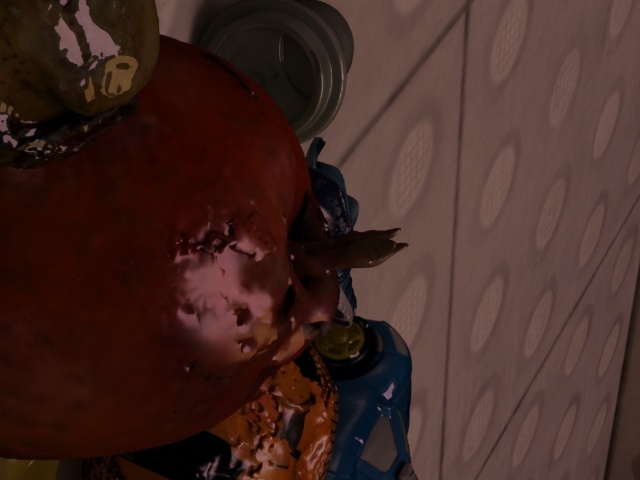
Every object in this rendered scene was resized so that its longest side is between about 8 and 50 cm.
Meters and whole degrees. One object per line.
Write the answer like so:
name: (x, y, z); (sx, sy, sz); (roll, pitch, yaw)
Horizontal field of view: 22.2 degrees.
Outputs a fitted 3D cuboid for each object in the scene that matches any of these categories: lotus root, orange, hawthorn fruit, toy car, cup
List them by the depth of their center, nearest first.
lotus root: (-0.184, -0.161, 0.785); (0.278, 0.154, 0.154); (56, 45, -17)
hawthorn fruit: (-0.102, 0.002, 0.961); (0.276, 0.307, 0.276); (3, 90, -69)
cup: (-0.025, -0.144, 1.289); (0.141, 0.120, 0.120); (-50, 153, -63)
orange: (-0.084, 0.170, 1.312); (0.234, 0.182, 0.234); (7, 90, -69)
toy car: (0.027, 0.221, 1.669); (0.314, 0.166, 0.198); (-56, 158, -36)

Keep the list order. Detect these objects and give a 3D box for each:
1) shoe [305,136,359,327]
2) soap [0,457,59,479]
shoe: (0.000, 0.000, 1.495); (0.106, 0.091, 0.207); (-53, 150, -28)
soap: (-0.220, 0.180, 1.168); (0.089, 0.045, 0.140); (-24, 129, -66)
